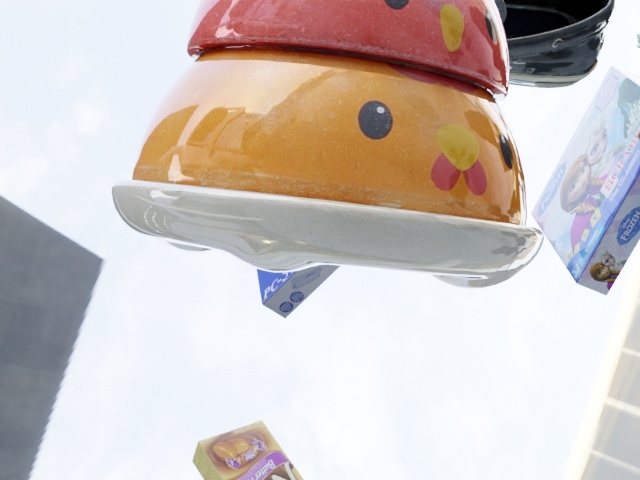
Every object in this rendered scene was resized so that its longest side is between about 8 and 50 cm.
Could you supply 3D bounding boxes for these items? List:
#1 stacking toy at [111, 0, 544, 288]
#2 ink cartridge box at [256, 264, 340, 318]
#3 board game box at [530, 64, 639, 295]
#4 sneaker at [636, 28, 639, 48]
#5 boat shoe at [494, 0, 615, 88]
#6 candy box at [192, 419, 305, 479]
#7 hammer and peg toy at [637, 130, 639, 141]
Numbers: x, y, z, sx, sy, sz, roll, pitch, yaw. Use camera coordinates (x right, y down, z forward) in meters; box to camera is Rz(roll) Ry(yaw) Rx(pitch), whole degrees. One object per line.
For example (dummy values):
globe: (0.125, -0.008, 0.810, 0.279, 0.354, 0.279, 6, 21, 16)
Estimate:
stacking toy: (0.026, -0.213, 0.828, 0.351, 0.351, 0.479, 5, -88, -43)
ink cartridge box: (0.000, 0.000, 1.341, 0.046, 0.097, 0.207, 33, -65, -30)
board game box: (0.495, -0.114, 1.738, 0.066, 0.318, 0.318, 21, -71, -11)
sneaker: (0.498, -0.293, 1.477, 0.152, 0.061, 0.053, 1, -83, -83)
boat shoe: (0.174, -0.302, 1.361, 0.501, 0.186, 0.156, -2, -32, -19)
candy box: (-0.082, 0.340, 1.384, 0.109, 0.186, 0.053, -13, -42, -36)
hammer and peg toy: (0.523, -0.171, 1.249, 0.266, 0.127, 0.361, -38, -19, 1)
